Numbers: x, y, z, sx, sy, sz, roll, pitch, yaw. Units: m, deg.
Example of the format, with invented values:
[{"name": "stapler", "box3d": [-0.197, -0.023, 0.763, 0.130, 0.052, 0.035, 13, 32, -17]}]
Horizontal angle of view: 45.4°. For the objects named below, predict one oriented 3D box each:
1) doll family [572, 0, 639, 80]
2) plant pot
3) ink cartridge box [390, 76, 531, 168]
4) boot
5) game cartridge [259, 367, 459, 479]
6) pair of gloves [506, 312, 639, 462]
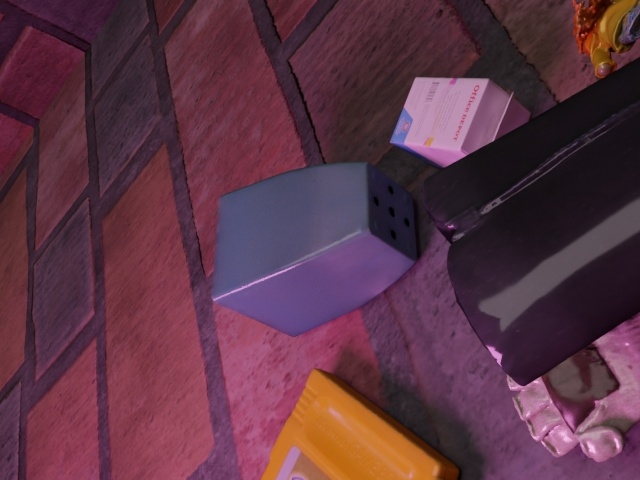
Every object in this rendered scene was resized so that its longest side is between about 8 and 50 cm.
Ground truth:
[{"name": "doll family", "box3d": [0.325, -0.230, 0.705, 0.263, 0.118, 0.163, -42, 7, -2]}, {"name": "plant pot", "box3d": [0.000, 0.000, 1.012, 0.234, 0.166, 0.165, -23, 53, 34]}, {"name": "ink cartridge box", "box3d": [0.175, -0.137, 0.927, 0.143, 0.090, 0.092, 20, 86, 53]}, {"name": "boot", "box3d": [0.284, -0.043, 0.458, 0.445, 0.146, 0.367, -30, 22, 18]}, {"name": "game cartridge", "box3d": [0.006, 0.349, 0.893, 0.285, 0.053, 0.323, 26, 92, 54]}, {"name": "pair of gloves", "box3d": [0.274, 0.177, 0.634, 0.204, 0.042, 0.240, -35, 58, 34]}]
